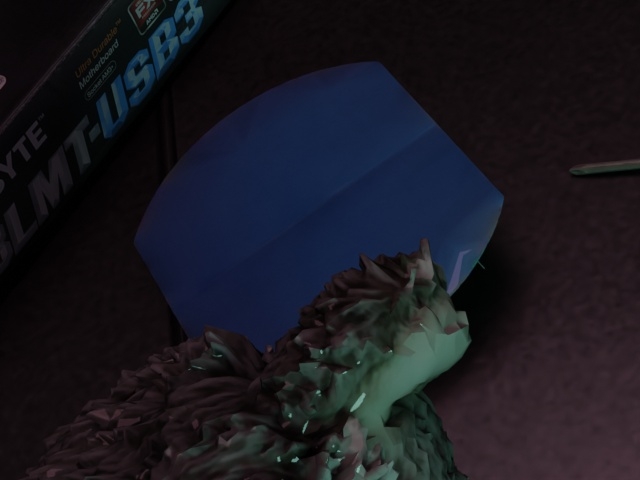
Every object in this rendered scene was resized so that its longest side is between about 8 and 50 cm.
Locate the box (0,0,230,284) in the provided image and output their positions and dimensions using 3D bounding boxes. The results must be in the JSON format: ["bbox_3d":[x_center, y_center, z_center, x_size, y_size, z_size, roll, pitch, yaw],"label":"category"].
[{"bbox_3d":[-0.210,-0.115,0.815,0.293,0.073,0.295,18,61,34],"label":"box"}]

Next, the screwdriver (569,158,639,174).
[{"bbox_3d":[0.181,-0.039,0.629,0.169,0.024,0.025,0,82,24],"label":"screwdriver"}]

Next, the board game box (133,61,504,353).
[{"bbox_3d":[0.000,0.000,0.664,0.133,0.033,0.169,-35,43,-1],"label":"board game box"}]

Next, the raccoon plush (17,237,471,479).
[{"bbox_3d":[-0.109,0.099,0.382,0.216,0.446,0.299,-7,62,34],"label":"raccoon plush"}]
